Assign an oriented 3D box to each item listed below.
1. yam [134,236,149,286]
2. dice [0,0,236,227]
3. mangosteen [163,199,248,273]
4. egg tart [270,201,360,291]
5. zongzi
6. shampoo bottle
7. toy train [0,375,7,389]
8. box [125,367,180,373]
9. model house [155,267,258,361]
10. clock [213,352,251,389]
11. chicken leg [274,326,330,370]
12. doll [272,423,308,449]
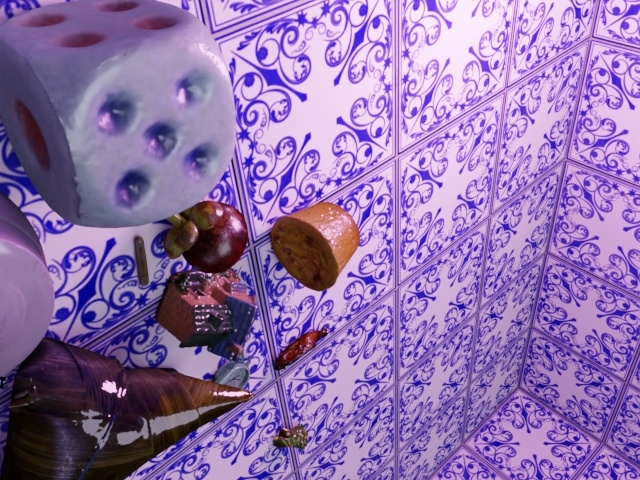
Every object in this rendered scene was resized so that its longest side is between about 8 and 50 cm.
[{"bbox_3d":[-0.354,0.042,1.224,0.021,0.021,0.116,-25,134,-36],"label":"yam"},{"bbox_3d":[-0.300,-0.193,0.911,0.262,0.268,0.264,-29,134,-34],"label":"dice"},{"bbox_3d":[-0.230,-0.011,1.221,0.156,0.146,0.181,-56,143,3],"label":"mangosteen"},{"bbox_3d":[0.000,0.000,1.460,0.147,0.202,0.202,-39,141,-36],"label":"egg tart"},{"bbox_3d":[-0.378,0.418,1.186,0.432,0.208,0.403,13,106,-18],"label":"zongzi"},{"bbox_3d":[-0.519,0.049,0.840,0.273,0.266,0.273,-28,135,-32],"label":"shampoo bottle"},{"bbox_3d":[-0.611,0.228,0.952,0.203,0.163,0.112,-42,139,-19],"label":"toy train"},{"bbox_3d":[-0.387,0.357,1.358,0.201,0.090,0.144,11,107,-51],"label":"box"},{"bbox_3d":[-0.228,0.164,1.331,0.183,0.172,0.166,8,111,-50],"label":"model house"},{"bbox_3d":[-0.224,0.346,1.577,0.135,0.041,0.101,-50,142,-11],"label":"clock"},{"bbox_3d":[-0.049,0.299,1.734,0.205,0.053,0.093,-30,159,-21],"label":"chicken leg"},{"bbox_3d":[-0.088,0.614,1.895,0.113,0.076,0.078,-3,127,-46],"label":"doll"}]
